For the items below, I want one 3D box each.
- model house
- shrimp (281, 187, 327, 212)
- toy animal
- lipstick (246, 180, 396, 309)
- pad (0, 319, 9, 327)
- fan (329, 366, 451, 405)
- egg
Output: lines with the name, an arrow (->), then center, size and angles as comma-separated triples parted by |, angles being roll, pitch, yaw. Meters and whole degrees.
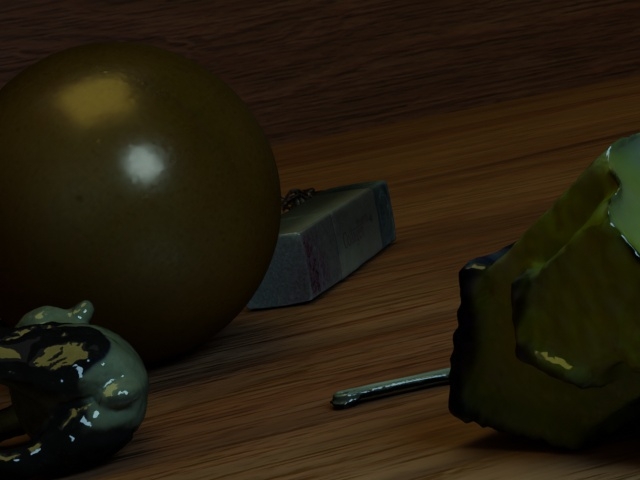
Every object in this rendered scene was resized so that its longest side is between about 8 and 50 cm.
model house -> 0.181, 0.049, 0.995 | 0.194, 0.170, 0.211 | -25, -12, -41
shrimp -> -0.012, -0.032, 2.043 | 0.065, 0.057, 0.165 | -21, 9, -29
toy animal -> -0.177, 0.088, 1.184 | 0.121, 0.094, 0.225 | -10, 6, -13
lipstick -> 0.000, 0.000, 1.733 | 0.068, 0.066, 0.317 | -7, 8, 17
pad -> -0.276, 0.081, 1.714 | 0.245, 0.006, 0.170 | -15, 8, -40
fan -> 0.115, 0.080, 1.188 | 0.226, 0.008, 0.152 | -10, 8, -11
egg -> -0.155, -0.028, 1.436 | 0.250, 0.250, 0.322 | -10, 3, -1
